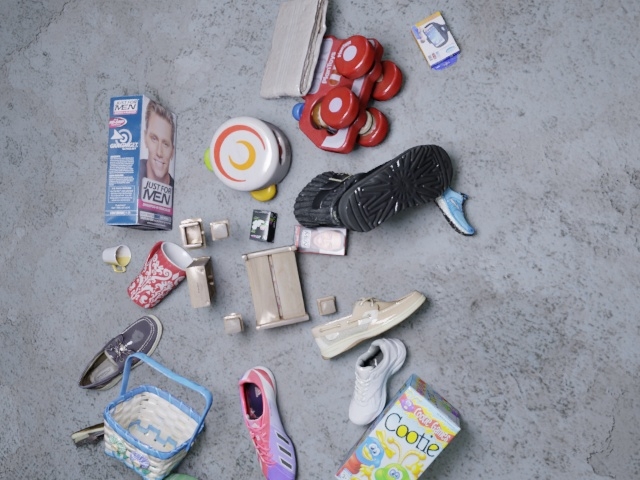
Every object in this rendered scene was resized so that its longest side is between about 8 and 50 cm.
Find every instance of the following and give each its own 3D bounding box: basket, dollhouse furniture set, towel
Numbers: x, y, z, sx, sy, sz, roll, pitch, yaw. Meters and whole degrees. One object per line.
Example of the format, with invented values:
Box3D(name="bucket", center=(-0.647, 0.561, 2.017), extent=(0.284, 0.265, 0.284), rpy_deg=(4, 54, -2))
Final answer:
Box3D(name="basket", center=(-0.425, 0.463, 1.259), extent=(0.255, 0.201, 0.288), rpy_deg=(24, 102, 15))
Box3D(name="dollhouse furniture set", center=(-0.163, 0.066, 1.279), extent=(0.356, 0.174, 0.302), rpy_deg=(-10, 96, -8))
Box3D(name="towel", center=(-0.072, -0.514, 1.279), extent=(0.187, 0.049, 0.281), rpy_deg=(15, 91, 49))

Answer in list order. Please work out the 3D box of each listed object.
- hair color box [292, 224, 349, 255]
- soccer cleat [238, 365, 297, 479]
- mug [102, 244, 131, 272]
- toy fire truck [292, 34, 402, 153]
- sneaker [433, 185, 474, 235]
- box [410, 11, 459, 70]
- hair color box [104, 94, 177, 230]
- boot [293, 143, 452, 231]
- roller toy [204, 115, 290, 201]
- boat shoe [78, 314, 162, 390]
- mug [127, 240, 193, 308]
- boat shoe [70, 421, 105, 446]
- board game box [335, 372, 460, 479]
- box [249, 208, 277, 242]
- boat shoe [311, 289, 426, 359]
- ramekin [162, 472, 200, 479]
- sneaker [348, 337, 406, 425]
Box3D(name="hair color box", center=(0.000, 0.000, 1.267), extent=(0.141, 0.043, 0.071), rpy_deg=(4, 86, 14))
Box3D(name="soccer cleat", center=(-0.145, 0.488, 1.231), extent=(0.109, 0.116, 0.317), rpy_deg=(-16, 82, 13))
Box3D(name="mug", center=(-0.603, 0.052, 1.407), extent=(0.064, 0.062, 0.078), rpy_deg=(-1, 79, 22))
Box3D(name="toy fire truck", center=(0.046, -0.377, 1.239), extent=(0.254, 0.169, 0.301), rpy_deg=(19, 92, 41))
Box3D(name="sneaker", center=(0.333, -0.084, 1.180), extent=(0.073, 0.063, 0.162), rpy_deg=(-32, 80, 7))
Box3D(name="box", center=(0.297, -0.508, 1.236), extent=(0.081, 0.028, 0.136), rpy_deg=(-26, 79, 11))
Box3D(name="hair color box", center=(-0.494, -0.206, 1.338), extent=(0.105, 0.174, 0.346), rpy_deg=(0, 86, 13))
Box3D(name="boot", center=(0.121, -0.132, 1.181), extent=(0.348, 0.260, 0.131), rpy_deg=(-25, 105, -24))
Box3D(name="roller toy", center=(-0.180, -0.225, 1.275), extent=(0.209, 0.146, 0.191), rpy_deg=(38, 105, 8))
Box3D(name="boat shoe", center=(-0.568, 0.324, 1.361), extent=(0.285, 0.092, 0.102), rpy_deg=(-42, 78, 8))
Box3D(name="mug", center=(-0.450, 0.094, 1.358), extent=(0.113, 0.150, 0.169), rpy_deg=(40, 103, -23))
Box3D(name="boat shoe", center=(-0.650, 0.560, 1.389), extent=(0.152, 0.056, 0.049), rpy_deg=(-20, 86, 22))
Box3D(name="board game box", center=(0.185, 0.477, 1.136), extent=(0.142, 0.144, 0.275), rpy_deg=(39, 97, 13))
Box3D(name="box", center=(-0.153, -0.038, 1.298), extent=(0.052, 0.062, 0.083), rpy_deg=(8, 88, 13))
Box3D(name="boat shoe", center=(0.115, 0.190, 1.195), extent=(0.302, 0.109, 0.098), rpy_deg=(-31, 81, 16))
Box3D(name="ramekin", center=(-0.389, 0.765, 1.242), extent=(0.304, 0.148, 0.303), rpy_deg=(1, 94, 12))
Box3D(name="sneaker", center=(0.113, 0.336, 1.170), extent=(0.090, 0.115, 0.232), rpy_deg=(20, 85, 46))
